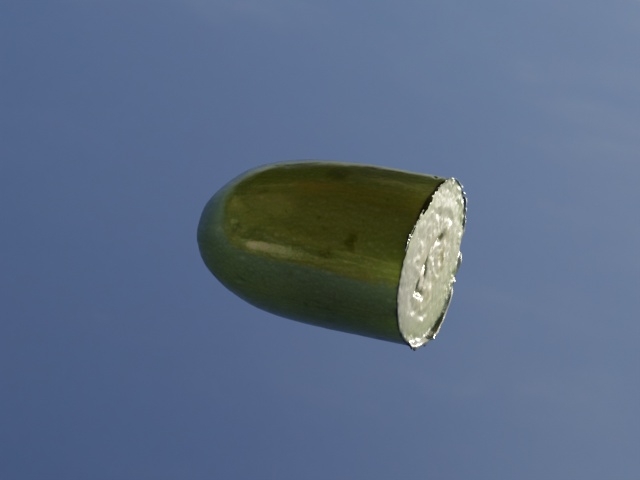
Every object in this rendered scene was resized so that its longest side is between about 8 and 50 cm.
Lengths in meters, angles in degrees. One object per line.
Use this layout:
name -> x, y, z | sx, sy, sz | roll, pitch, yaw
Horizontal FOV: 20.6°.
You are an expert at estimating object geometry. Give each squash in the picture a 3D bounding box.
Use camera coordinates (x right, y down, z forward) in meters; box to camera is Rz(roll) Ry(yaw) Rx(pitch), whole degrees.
squash -> 0.000, 0.000, 1.187 | 0.186, 0.123, 0.123 | 11, -150, 27
